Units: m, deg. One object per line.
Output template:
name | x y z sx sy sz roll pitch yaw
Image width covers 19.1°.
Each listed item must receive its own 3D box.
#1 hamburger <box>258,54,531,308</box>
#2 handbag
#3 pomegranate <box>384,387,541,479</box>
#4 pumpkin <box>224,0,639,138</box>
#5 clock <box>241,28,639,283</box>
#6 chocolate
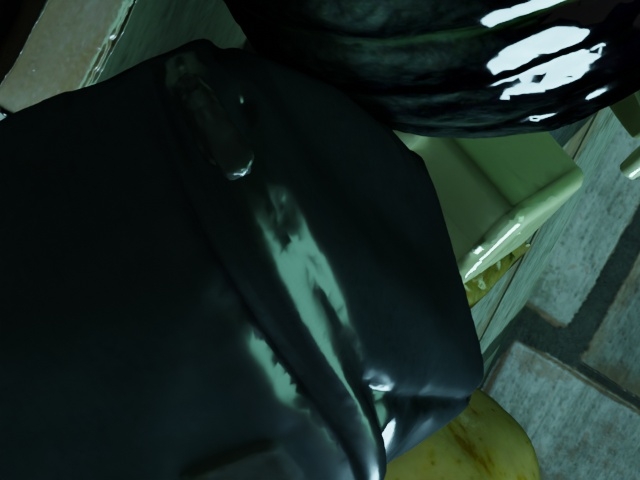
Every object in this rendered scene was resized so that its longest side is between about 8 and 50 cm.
hamburger | 0.000 0.000 1.079 0.309 0.211 0.132 -29 134 -46
handbag | -0.097 0.062 0.706 0.302 0.177 0.275 -21 174 10
pomegranate | 0.037 0.235 1.692 0.342 0.342 0.342 -54 167 -18
pumpkin | 0.023 -0.182 0.762 0.296 0.296 0.296 -54 167 -18
clock | 0.116 -0.132 1.078 0.379 0.276 0.120 -26 164 -46
chocolate | -0.116 -0.102 0.846 0.100 0.031 0.064 -61 157 13
